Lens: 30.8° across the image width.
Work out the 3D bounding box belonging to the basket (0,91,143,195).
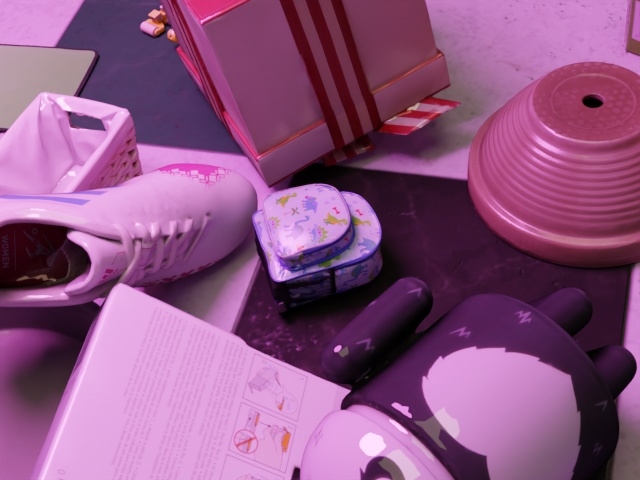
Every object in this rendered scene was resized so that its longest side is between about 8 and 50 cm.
[{"bbox_3d":[-0.265,-0.053,1.175,0.113,0.103,0.167,14,51,20],"label":"basket"}]

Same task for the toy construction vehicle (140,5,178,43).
[{"bbox_3d":[-0.166,-0.280,1.413,0.086,0.035,0.098,33,60,32],"label":"toy construction vehicle"}]

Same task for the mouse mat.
[{"bbox_3d":[-0.370,-0.182,1.373,0.190,0.007,0.152,5,49,14],"label":"mouse mat"}]

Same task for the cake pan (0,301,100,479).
[{"bbox_3d":[-0.298,0.162,1.018,0.293,0.054,0.293,-4,48,5],"label":"cake pan"}]

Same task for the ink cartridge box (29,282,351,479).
[{"bbox_3d":[-0.104,0.197,0.933,0.239,0.060,0.275,27,48,-14],"label":"ink cartridge box"}]

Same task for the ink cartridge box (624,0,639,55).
[{"bbox_3d":[0.483,-0.284,1.283,0.189,0.097,0.255,28,58,29],"label":"ink cartridge box"}]

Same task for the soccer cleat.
[{"bbox_3d":[-0.181,0.007,1.045,0.331,0.116,0.143,-11,21,-33],"label":"soccer cleat"}]

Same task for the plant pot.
[{"bbox_3d":[0.261,-0.095,1.135,0.237,0.110,0.237,-5,48,5],"label":"plant pot"}]

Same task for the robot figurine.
[{"bbox_3d":[0.114,0.150,0.887,0.278,0.173,0.209,-36,50,-24],"label":"robot figurine"}]

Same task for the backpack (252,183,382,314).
[{"bbox_3d":[0.000,0.000,1.102,0.114,0.084,0.105,-13,50,-8],"label":"backpack"}]

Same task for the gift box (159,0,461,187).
[{"bbox_3d":[-0.008,-0.232,1.194,0.276,0.258,0.255,-25,49,-4],"label":"gift box"}]
